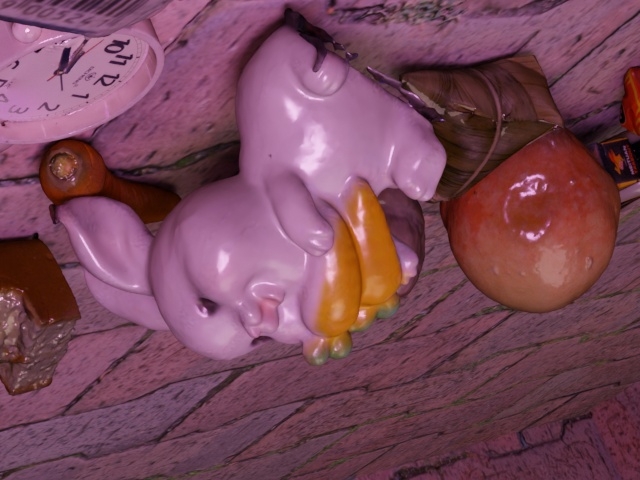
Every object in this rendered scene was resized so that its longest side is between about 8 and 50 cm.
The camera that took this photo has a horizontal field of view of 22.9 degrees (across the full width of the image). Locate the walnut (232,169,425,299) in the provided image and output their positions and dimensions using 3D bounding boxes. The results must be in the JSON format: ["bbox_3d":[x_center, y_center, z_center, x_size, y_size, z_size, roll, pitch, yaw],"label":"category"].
[{"bbox_3d":[0.000,0.000,1.574,0.224,0.224,0.224,-21,162,-7],"label":"walnut"}]

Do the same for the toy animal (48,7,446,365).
[{"bbox_3d":[-0.052,-0.026,1.320,0.310,0.247,0.183,-55,150,6],"label":"toy animal"}]

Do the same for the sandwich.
[{"bbox_3d":[-0.351,0.075,1.470,0.236,0.128,0.122,-9,150,-39],"label":"sandwich"}]

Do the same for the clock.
[{"bbox_3d":[-0.196,-0.135,1.156,0.229,0.063,0.156,-38,155,32],"label":"clock"}]

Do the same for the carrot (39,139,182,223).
[{"bbox_3d":[-0.194,-0.041,1.447,0.062,0.066,0.271,14,173,16],"label":"carrot"}]

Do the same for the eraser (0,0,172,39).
[{"bbox_3d":[-0.195,-0.201,0.896,0.155,0.101,0.332,-32,159,31],"label":"eraser"}]

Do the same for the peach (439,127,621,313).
[{"bbox_3d":[0.236,-0.042,1.735,0.232,0.232,0.232,-21,162,-7],"label":"peach"}]

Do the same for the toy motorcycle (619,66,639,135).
[{"bbox_3d":[0.439,-0.169,1.809,0.171,0.089,0.298,-33,161,31],"label":"toy motorcycle"}]

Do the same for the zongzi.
[{"bbox_3d":[0.103,-0.102,1.580,0.204,0.094,0.205,-3,154,-39],"label":"zongzi"}]

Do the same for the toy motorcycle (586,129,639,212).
[{"bbox_3d":[0.316,-0.066,1.932,0.157,0.091,0.263,-14,171,-31],"label":"toy motorcycle"}]
